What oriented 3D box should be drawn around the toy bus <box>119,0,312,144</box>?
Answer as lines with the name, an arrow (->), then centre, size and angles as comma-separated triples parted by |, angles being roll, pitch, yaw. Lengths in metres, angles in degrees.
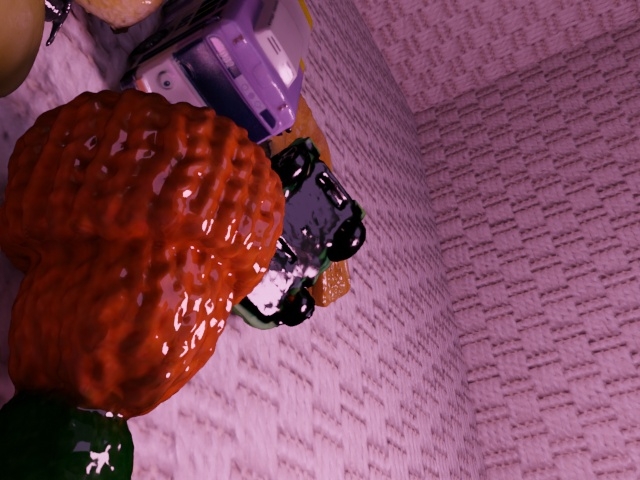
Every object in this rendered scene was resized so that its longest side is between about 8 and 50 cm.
toy bus -> -0.151, -0.334, 1.006 | 0.209, 0.249, 0.440 | 55, 26, -34

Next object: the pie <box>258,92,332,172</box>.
pie -> -0.070, -0.210, 1.317 | 0.339, 0.083, 0.340 | 45, 36, -47

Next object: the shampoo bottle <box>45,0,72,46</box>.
shampoo bottle -> -0.393, -0.325, 0.616 | 0.284, 0.101, 0.101 | 32, 42, -58

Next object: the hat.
hat -> -0.195, 0.056, 0.536 | 0.285, 0.285, 0.401 | 50, 34, -41

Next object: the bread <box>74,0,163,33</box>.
bread -> -0.310, -0.413, 0.809 | 0.171, 0.196, 0.197 | 60, 20, -56

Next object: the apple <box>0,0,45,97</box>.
apple -> -0.350, -0.223, 0.522 | 0.200, 0.199, 0.200 | 50, 29, -41

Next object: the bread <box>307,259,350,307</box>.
bread -> 0.001, 0.000, 1.229 | 0.139, 0.077, 0.271 | -31, 115, -50

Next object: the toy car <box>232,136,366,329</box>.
toy car -> -0.060, -0.025, 1.003 | 0.213, 0.176, 0.359 | 49, 64, -27
